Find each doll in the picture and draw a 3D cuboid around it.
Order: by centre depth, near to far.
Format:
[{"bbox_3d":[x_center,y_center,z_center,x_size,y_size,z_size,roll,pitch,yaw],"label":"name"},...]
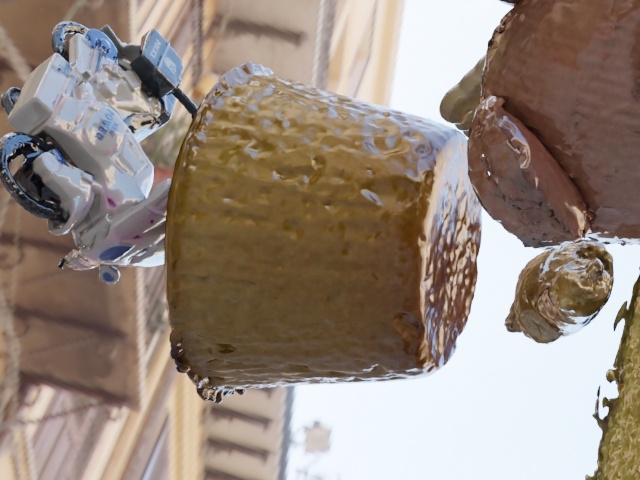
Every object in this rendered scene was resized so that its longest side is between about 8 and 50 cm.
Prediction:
[{"bbox_3d":[0.132,-0.149,0.544,0.156,0.201,0.303,-14,-94,56],"label":"doll"}]

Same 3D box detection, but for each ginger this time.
[{"bbox_3d":[0.204,0.035,1.105,0.067,0.096,0.165,49,-14,-1],"label":"ginger"}]

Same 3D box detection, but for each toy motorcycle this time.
[{"bbox_3d":[-0.143,-0.061,0.944,0.102,0.221,0.150,-34,-63,27],"label":"toy motorcycle"}]

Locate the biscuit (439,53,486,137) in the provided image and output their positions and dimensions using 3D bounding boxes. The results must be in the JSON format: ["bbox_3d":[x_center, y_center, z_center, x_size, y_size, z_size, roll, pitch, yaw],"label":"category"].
[{"bbox_3d":[0.289,-0.152,1.570,0.217,0.044,0.325,-41,-42,18],"label":"biscuit"}]

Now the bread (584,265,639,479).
[{"bbox_3d":[0.312,0.125,1.114,0.147,0.261,0.160,21,-30,-5],"label":"bread"}]

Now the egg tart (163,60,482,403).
[{"bbox_3d":[0.000,0.000,0.850,0.170,0.215,0.215,6,-45,21],"label":"egg tart"}]
